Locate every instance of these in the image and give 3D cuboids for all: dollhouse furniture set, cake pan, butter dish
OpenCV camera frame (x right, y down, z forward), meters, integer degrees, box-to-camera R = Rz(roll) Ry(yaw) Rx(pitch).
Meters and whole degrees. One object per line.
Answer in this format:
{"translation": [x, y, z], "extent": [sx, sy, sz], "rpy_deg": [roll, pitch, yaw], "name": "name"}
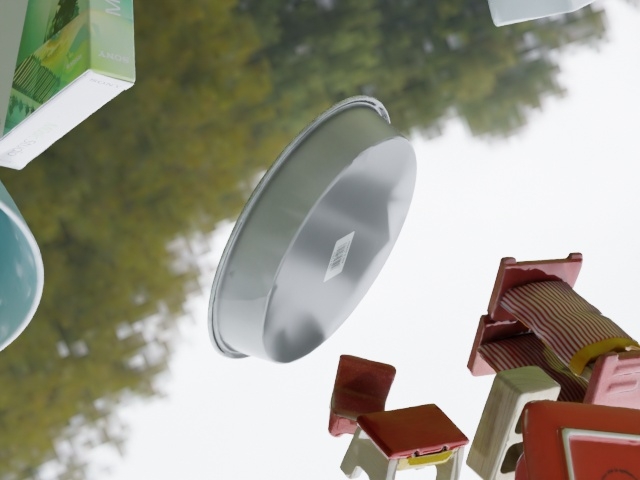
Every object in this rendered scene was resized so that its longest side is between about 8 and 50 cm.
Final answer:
{"translation": [0.170, 0.138, 2.077], "extent": [0.374, 0.152, 0.201], "rpy_deg": [-5, -146, -36], "name": "dollhouse furniture set"}
{"translation": [0.000, 0.000, 1.941], "extent": [0.054, 0.293, 0.293], "rpy_deg": [31, -139, 21], "name": "cake pan"}
{"translation": [0.213, 0.222, 1.610], "extent": [0.160, 0.160, 0.118], "rpy_deg": [7, 152, -27], "name": "butter dish"}

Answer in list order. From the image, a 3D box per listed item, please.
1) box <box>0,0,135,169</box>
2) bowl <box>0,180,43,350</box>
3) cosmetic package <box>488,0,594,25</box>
{"translation": [-0.265, -0.259, 1.955], "extent": [0.058, 0.322, 0.232], "rpy_deg": [10, 155, -35], "name": "box"}
{"translation": [-0.463, -0.009, 2.198], "extent": [0.311, 0.311, 0.163], "rpy_deg": [-19, -139, 7], "name": "bowl"}
{"translation": [0.251, -0.370, 1.623], "extent": [0.377, 0.284, 0.097], "rpy_deg": [-29, -165, -37], "name": "cosmetic package"}
